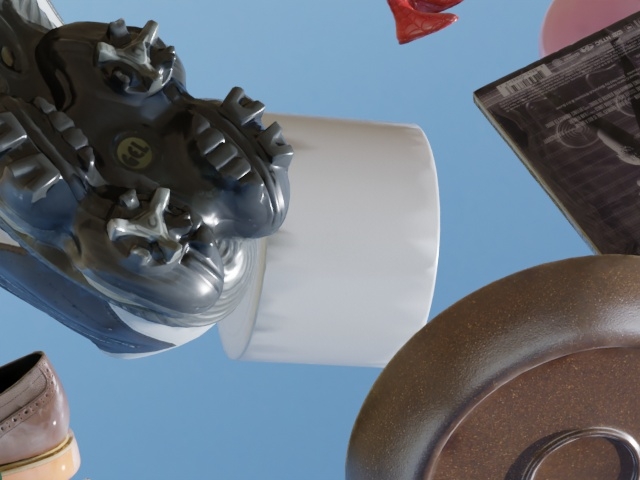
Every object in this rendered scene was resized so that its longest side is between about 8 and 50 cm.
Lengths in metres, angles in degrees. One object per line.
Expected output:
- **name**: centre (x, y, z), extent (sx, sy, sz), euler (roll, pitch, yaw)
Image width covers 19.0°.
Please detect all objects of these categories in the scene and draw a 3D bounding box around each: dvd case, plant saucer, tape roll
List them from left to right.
- **tape roll**: centre (0.000, 0.000, 1.855), extent (0.169, 0.246, 0.246), euler (3, -158, -14)
- **plant saucer**: centre (0.173, 0.150, 1.310), extent (0.311, 0.310, 0.050), euler (-31, -145, 5)
- **dvd case**: centre (0.234, -0.066, 1.360), extent (0.164, 0.018, 0.221), euler (-26, -126, -11)

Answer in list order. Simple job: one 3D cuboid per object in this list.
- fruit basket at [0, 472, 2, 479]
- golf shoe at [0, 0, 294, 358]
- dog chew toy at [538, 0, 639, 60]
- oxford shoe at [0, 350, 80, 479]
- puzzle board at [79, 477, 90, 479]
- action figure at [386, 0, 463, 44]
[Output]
- **fruit basket**: centre (-0.413, 0.171, 1.328), extent (0.392, 0.392, 0.283), euler (-28, -125, 12)
- **golf shoe**: centre (-0.098, -0.044, 0.466), extent (0.077, 0.198, 0.094), euler (-37, 169, -29)
- **dog chew toy**: centre (0.290, -0.194, 1.740), extent (0.207, 0.207, 0.332), euler (2, -105, 50)
- **oxford shoe**: centre (-0.408, 0.186, 1.739), extent (0.364, 0.132, 0.130), euler (-14, -159, -18)
- **puzzle board**: centre (-0.164, 0.199, 1.076), extent (0.128, 0.096, 0.011), euler (-24, -166, 11)
- **action figure**: centre (0.057, -0.294, 1.336), extent (0.139, 0.280, 0.091), euler (-24, -164, 18)
